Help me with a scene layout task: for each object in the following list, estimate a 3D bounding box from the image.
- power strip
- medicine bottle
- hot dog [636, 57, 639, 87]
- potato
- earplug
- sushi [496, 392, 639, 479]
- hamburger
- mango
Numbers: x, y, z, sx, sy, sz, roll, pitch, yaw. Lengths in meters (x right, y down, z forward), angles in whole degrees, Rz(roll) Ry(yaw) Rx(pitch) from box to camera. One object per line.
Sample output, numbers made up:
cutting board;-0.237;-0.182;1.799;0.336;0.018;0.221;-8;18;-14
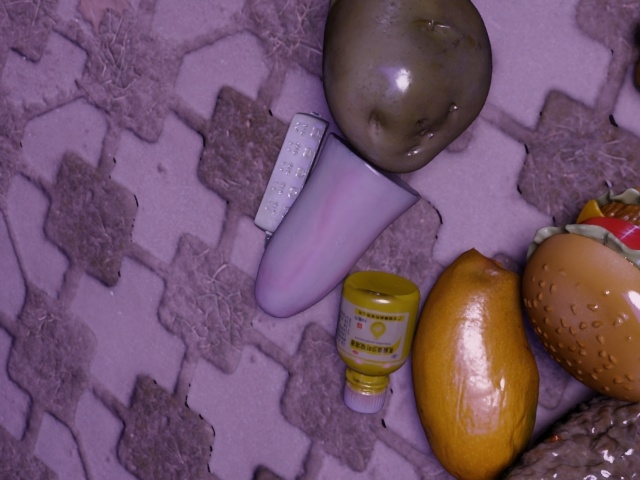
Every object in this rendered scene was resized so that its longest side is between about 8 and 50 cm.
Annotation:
power strip;-0.054;-0.102;0.951;0.060;0.027;0.252;22;95;10
medicine bottle;0.083;0.165;0.885;0.122;0.122;0.212;10;106;10
hot dog;0.570;-0.311;0.773;0.257;0.150;0.153;-16;97;11
potato;0.121;-0.261;0.801;0.243;0.221;0.326;13;55;-9
earplug;0.000;0.000;0.889;0.172;0.172;0.301;38;105;8
sushi;0.378;0.338;0.744;0.350;0.170;0.211;-29;48;-15
hamburger;0.396;0.081;0.738;0.212;0.274;0.274;-29;86;-13
mango;0.232;0.191;0.848;0.187;0.144;0.359;-6;85;6
